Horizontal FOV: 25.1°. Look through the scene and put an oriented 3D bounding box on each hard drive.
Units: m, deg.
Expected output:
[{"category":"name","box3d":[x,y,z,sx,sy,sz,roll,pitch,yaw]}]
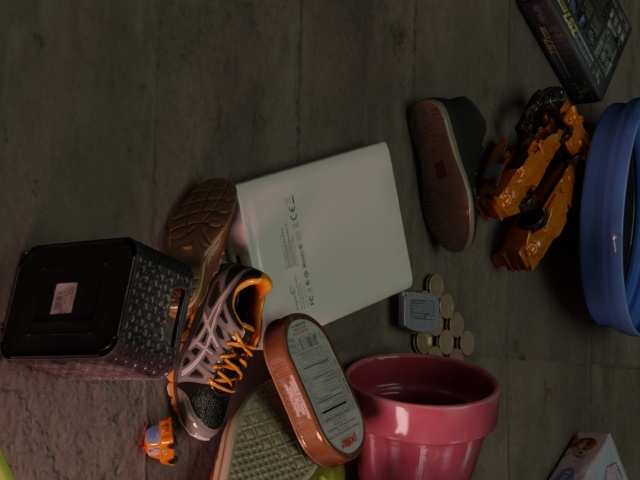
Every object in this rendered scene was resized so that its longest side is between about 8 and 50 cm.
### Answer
[{"category":"hard drive","box3d":[0.000,0.000,1.831,0.307,0.040,0.203,-20,102,-50]}]

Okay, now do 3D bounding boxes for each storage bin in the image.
[{"category":"storage bin","box3d":[-0.226,0.071,1.443,0.084,0.180,0.122,28,65,-46]}]

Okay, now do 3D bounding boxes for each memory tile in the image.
[{"category":"memory tile","box3d":[0.168,0.131,2.043,0.113,0.012,0.148,-54,127,-38]}]

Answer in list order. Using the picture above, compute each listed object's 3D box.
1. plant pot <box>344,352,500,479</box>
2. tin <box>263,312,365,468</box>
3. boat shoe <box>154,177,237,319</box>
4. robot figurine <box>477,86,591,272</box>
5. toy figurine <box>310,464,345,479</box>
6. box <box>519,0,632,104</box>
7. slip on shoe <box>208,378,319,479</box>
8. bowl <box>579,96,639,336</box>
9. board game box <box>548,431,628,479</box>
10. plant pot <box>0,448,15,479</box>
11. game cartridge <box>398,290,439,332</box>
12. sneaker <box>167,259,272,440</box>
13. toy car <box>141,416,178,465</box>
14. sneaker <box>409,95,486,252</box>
[{"category":"plant pot","box3d":[0.123,0.261,1.853,0.201,0.201,0.180,-14,113,-50]},{"category":"tin","box3d":[-0.006,0.176,1.705,0.106,0.040,0.190,-18,83,-55]},{"category":"boat shoe","box3d":[-0.141,0.011,1.653,0.060,0.064,0.178,77,29,-61]},{"category":"robot figurine","box3d":[0.331,-0.101,2.206,0.291,0.085,0.211,-55,127,-37]},{"category":"toy figurine","box3d":[0.026,0.409,1.686,0.191,0.217,0.362,51,51,-34]},{"category":"box","box3d":[0.422,-0.368,2.360,0.233,0.059,0.183,53,49,-34]},{"category":"slip on shoe","box3d":[-0.084,0.291,1.667,0.123,0.101,0.331,32,45,-10]},{"category":"bowl","box3d":[0.503,-0.041,2.343,0.391,0.077,0.391,4,90,-65]},{"category":"board game box","box3d":[0.419,0.524,2.265,0.319,0.066,0.318,-46,121,-42]},{"category":"plant pot","box3d":[-0.408,0.226,1.188,0.227,0.207,0.228,-41,117,-45]},{"category":"game cartridge","box3d":[0.135,0.099,1.984,0.083,0.017,0.056,9,77,-49]},{"category":"sneaker","box3d":[-0.112,0.123,1.652,0.084,0.083,0.215,27,68,-48]},{"category":"toy car","box3d":[-0.183,0.190,1.612,0.040,0.060,0.122,-4,67,-8]},{"category":"sneaker","box3d":[0.203,-0.099,2.052,0.118,0.083,0.222,-17,98,-50]}]
